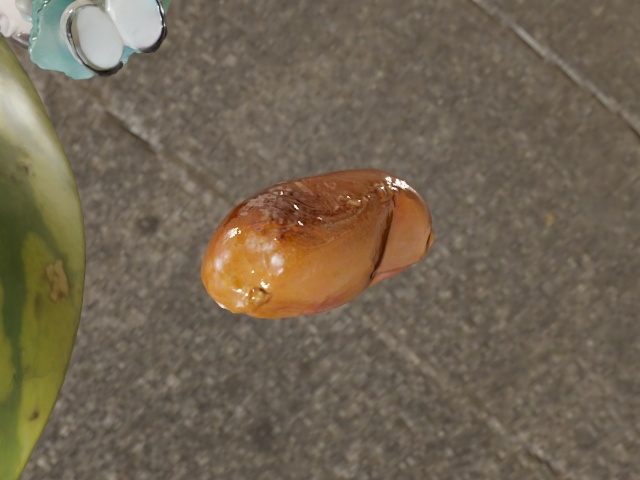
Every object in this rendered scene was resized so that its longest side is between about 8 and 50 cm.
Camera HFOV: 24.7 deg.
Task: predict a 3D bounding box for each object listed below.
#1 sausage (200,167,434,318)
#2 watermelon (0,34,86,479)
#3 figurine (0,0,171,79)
[{"bbox_3d":[0.000,0.000,0.948,0.179,0.089,0.089,-15,69,-44],"label":"sausage"},{"bbox_3d":[-0.180,-0.023,0.448,0.303,0.159,0.128,57,7,30],"label":"watermelon"},{"bbox_3d":[-0.189,-0.196,1.155,0.138,0.245,0.110,-33,123,-12],"label":"figurine"}]
